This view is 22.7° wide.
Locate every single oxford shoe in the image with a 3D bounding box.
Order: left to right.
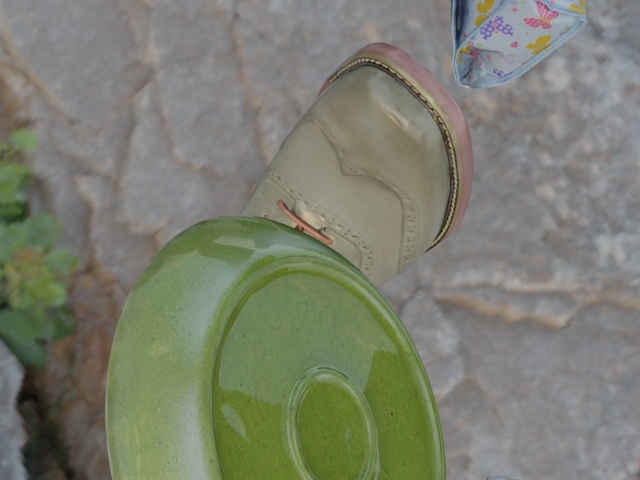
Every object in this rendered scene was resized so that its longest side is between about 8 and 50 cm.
[{"bbox_3d":[0.000,0.000,1.206,0.140,0.397,0.146,42,60,10],"label":"oxford shoe"}]

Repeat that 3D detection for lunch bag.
[{"bbox_3d":[0.092,-0.124,0.807,0.053,0.083,0.071,21,57,-22],"label":"lunch bag"}]

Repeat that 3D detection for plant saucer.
[{"bbox_3d":[-0.006,0.099,0.791,0.241,0.037,0.241,25,56,-44],"label":"plant saucer"}]

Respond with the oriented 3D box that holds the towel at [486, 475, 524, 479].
[{"bbox_3d":[0.262,0.286,1.405,0.282,0.049,0.187,11,22,7],"label":"towel"}]
